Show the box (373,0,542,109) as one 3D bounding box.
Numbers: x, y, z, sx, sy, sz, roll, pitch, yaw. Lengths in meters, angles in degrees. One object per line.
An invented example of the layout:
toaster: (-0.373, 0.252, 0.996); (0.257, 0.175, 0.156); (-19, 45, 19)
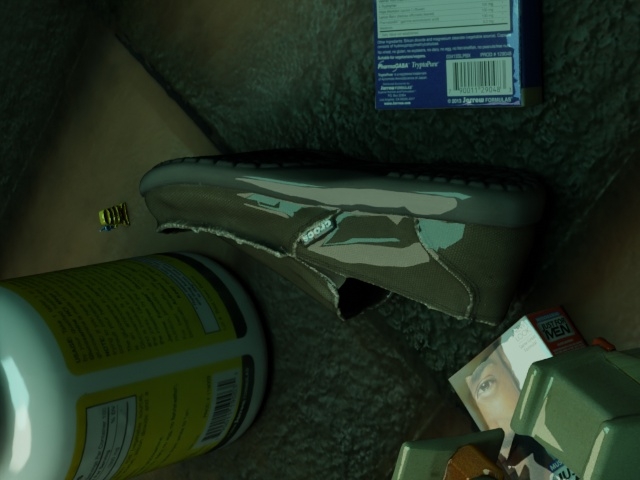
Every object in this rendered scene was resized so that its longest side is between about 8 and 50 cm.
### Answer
box: (0.099, -0.212, 1.105); (0.136, 0.036, 0.225); (3, 100, 39)

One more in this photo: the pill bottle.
pill bottle: (-0.216, 0.118, 1.222); (0.188, 0.334, 0.188); (7, 100, 39)

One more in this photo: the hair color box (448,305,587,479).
hair color box: (0.179, 0.144, 1.082); (0.093, 0.053, 0.167); (-46, 67, 35)

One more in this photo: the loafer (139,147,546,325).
loafer: (0.000, 0.000, 1.155); (0.366, 0.134, 0.130); (8, 101, 39)

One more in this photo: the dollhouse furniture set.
dollhouse furniture set: (0.179, 0.201, 0.972); (0.262, 0.135, 0.259); (40, 125, 46)

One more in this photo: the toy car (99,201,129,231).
toy car: (-0.216, 0.024, 1.399); (0.060, 0.040, 0.122); (8, 102, 39)
